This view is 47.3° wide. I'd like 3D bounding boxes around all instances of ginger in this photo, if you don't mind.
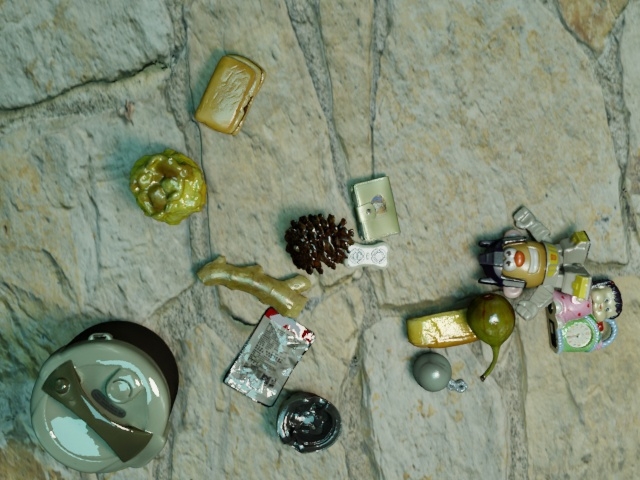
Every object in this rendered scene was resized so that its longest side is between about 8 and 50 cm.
[{"bbox_3d":[-0.174,0.117,1.880,0.299,0.065,0.118,15,82,-9],"label":"ginger"}]

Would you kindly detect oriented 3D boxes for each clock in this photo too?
[{"bbox_3d":[0.713,0.205,1.965,0.196,0.100,0.193,-11,102,-2],"label":"clock"}]

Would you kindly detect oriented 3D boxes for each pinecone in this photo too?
[{"bbox_3d":[0.007,0.003,1.845,0.165,0.163,0.162,-19,99,-24],"label":"pinecone"}]

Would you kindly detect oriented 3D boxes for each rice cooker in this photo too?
[{"bbox_3d":[-0.506,0.374,1.746,0.335,0.325,0.335,-1,97,-6],"label":"rice cooker"}]

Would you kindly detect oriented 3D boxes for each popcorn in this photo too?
[{"bbox_3d":[-0.372,-0.128,1.788,0.198,0.155,0.197,-3,110,-9],"label":"popcorn"}]

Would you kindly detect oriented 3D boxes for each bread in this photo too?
[{"bbox_3d":[-0.224,-0.364,1.816,0.116,0.077,0.200,26,93,0],"label":"bread"},{"bbox_3d":[0.348,0.227,1.931,0.246,0.102,0.094,-10,92,-6],"label":"bread"}]

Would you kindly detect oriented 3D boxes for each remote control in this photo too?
[{"bbox_3d":[0.122,0.039,1.916,0.122,0.032,0.074,-1,97,-5],"label":"remote control"}]

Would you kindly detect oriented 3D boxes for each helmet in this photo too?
[{"bbox_3d":[-0.041,0.468,1.919,0.177,0.107,0.153,30,90,-27],"label":"helmet"}]

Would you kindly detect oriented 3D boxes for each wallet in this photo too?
[{"bbox_3d":[0.141,-0.081,1.897,0.110,0.039,0.155,-15,98,-15],"label":"wallet"}]

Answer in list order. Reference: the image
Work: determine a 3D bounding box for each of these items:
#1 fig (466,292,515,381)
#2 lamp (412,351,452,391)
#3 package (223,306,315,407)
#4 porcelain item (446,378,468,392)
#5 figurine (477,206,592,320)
[{"bbox_3d":[0.430,0.250,1.840,0.124,0.124,0.236,-4,103,-5],"label":"fig"},{"bbox_3d":[0.297,0.348,1.935,0.105,0.105,0.105,-1,97,-6],"label":"lamp"},{"bbox_3d":[-0.133,0.311,1.924,0.154,0.030,0.239,32,93,-7],"label":"package"},{"bbox_3d":[0.361,0.393,1.985,0.083,0.028,0.036,11,93,-8],"label":"porcelain item"},{"bbox_3d":[0.550,0.064,1.900,0.309,0.308,0.143,-12,141,-4],"label":"figurine"}]
